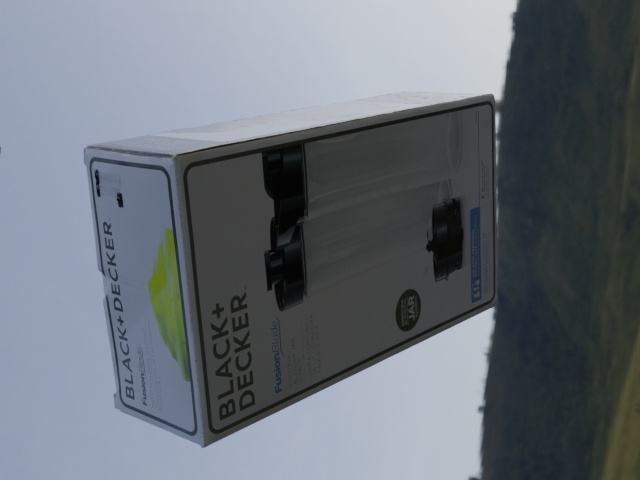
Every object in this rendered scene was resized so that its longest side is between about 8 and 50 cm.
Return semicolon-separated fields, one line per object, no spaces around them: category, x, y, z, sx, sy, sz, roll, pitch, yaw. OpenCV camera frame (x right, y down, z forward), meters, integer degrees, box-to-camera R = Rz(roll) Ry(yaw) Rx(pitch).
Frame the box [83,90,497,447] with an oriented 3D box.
box;0.000;0.000;0.595;0.290;0.087;0.169;-16;-71;-43
